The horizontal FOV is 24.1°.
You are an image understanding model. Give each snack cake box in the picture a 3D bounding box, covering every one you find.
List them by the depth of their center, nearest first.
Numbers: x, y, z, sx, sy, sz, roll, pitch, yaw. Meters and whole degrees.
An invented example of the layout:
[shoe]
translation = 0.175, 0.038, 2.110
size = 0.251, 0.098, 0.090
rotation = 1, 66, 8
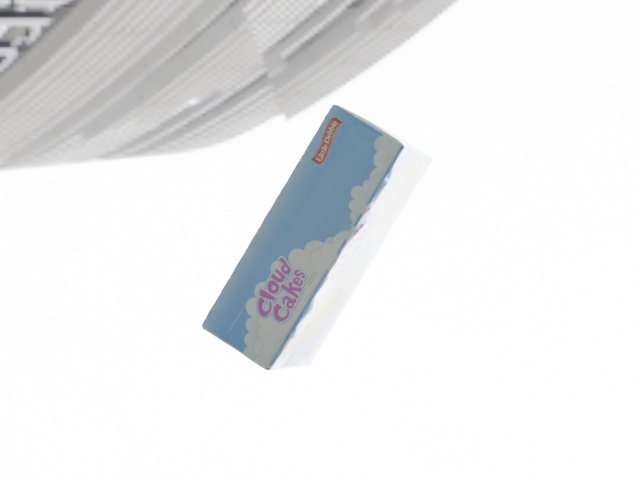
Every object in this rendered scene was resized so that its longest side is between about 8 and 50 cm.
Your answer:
[snack cake box]
translation = 0.000, 0.000, 1.548
size = 0.089, 0.152, 0.264
rotation = 32, -83, 13
